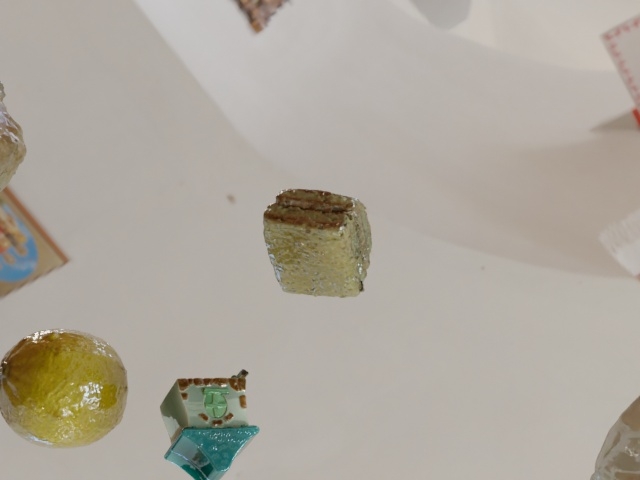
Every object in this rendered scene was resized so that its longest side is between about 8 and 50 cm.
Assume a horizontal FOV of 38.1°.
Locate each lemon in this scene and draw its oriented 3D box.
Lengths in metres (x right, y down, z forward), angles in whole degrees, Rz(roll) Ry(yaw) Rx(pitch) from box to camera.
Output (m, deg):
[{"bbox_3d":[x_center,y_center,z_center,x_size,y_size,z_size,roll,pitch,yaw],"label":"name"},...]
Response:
[{"bbox_3d":[-0.414,0.238,1.491,0.192,0.231,0.192,-22,-121,43],"label":"lemon"}]

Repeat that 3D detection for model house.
[{"bbox_3d":[-0.172,0.298,1.435,0.100,0.127,0.149,-53,-137,47],"label":"model house"}]

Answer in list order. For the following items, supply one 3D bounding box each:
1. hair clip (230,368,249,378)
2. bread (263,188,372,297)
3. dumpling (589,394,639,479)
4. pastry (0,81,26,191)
[{"bbox_3d":[-0.219,0.345,2.023,0.049,0.049,0.173,-12,-154,48],"label":"hair clip"},{"bbox_3d":[0.000,0.000,1.359,0.138,0.196,0.102,3,-122,14],"label":"bread"},{"bbox_3d":[0.281,0.167,0.616,0.131,0.179,0.252,-16,173,-38],"label":"dumpling"},{"bbox_3d":[-0.522,-0.169,1.211,0.136,0.329,0.330,-46,-161,6],"label":"pastry"}]
